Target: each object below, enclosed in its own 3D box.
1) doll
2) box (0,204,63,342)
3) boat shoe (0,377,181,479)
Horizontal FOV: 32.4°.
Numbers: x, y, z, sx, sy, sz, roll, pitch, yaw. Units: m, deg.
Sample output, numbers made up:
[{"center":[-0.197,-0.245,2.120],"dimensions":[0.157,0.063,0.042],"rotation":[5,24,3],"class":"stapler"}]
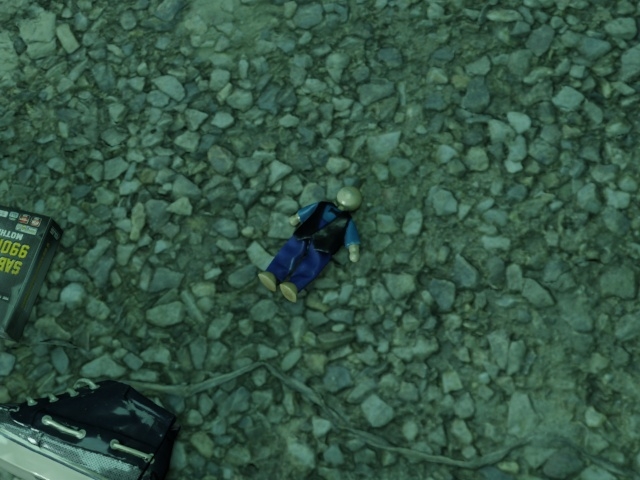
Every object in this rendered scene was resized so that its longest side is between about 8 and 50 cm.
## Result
[{"center":[0.000,0.000,1.546],"dimensions":[0.129,0.046,0.189],"rotation":[26,67,27],"class":"doll"},{"center":[-0.516,0.032,1.603],"dimensions":[0.231,0.056,0.183],"rotation":[13,69,14],"class":"box"},{"center":[-0.348,0.243,1.464],"dimensions":[0.340,0.127,0.158],"rotation":[24,66,9],"class":"boat shoe"}]
